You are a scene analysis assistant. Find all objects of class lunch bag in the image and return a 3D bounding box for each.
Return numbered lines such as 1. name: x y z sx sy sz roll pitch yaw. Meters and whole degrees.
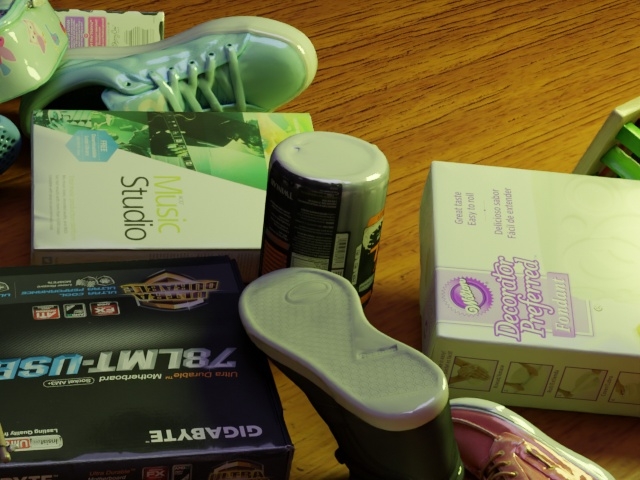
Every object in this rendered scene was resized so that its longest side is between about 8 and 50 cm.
1. lunch bag: -0.433 -0.204 1.549 0.279 0.108 0.224 -20 21 10

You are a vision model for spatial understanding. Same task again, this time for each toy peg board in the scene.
1. toy peg board: 0.349 -0.079 1.478 0.079 0.161 0.160 44 41 19

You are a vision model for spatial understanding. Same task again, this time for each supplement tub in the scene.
1. supplement tub: 0.000 0.000 1.314 0.117 0.190 0.117 5 31 -3

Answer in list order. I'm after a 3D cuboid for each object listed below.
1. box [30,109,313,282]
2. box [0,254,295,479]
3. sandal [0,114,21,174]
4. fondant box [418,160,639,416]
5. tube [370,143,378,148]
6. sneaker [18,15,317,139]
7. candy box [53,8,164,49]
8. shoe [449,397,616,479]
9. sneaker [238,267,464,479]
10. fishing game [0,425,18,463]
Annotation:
1. box: -0.151 -0.051 1.460 0.322 0.058 0.232 0 43 -13
2. box: -0.195 0.122 1.186 0.295 0.073 0.293 -2 30 -13
3. sandal: -0.423 -0.039 1.380 0.138 0.126 0.317 32 44 22
4. fondant box: 0.266 0.049 1.325 0.330 0.096 0.238 5 46 -2
5. tube: -0.047 -0.110 1.632 0.240 0.062 0.070 14 -9 25
6. sneaker: -0.185 -0.165 1.602 0.365 0.135 0.150 -9 34 13
7. candy box: -0.311 -0.261 1.759 0.196 0.070 0.165 -1 5 -14
8. shoe: 0.160 0.196 1.135 0.178 0.063 0.081 26 30 23
9. sneaker: 0.021 0.132 1.156 0.104 0.147 0.295 -25 32 -19
10. fishing game: -0.365 0.178 1.023 0.264 0.041 0.189 -29 42 -11
